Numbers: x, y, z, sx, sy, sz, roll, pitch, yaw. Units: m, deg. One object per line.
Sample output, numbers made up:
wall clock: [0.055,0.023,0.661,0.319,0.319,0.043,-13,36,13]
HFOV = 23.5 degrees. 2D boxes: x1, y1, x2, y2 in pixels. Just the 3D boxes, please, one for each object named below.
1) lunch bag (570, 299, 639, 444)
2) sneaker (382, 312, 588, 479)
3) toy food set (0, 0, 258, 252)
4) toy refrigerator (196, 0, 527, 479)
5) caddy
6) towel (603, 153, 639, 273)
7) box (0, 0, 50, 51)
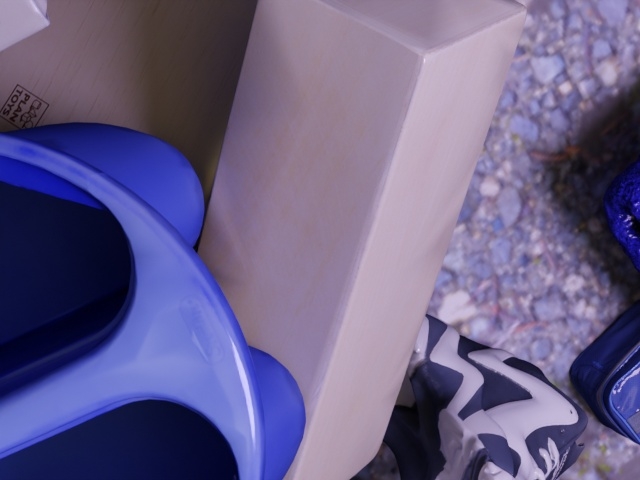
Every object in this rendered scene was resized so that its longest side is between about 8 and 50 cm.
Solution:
lunch bag: [0.224,0.086,1.014,0.098,0.065,0.067,-44,113,-6]
sneaker: [0.117,0.146,0.918,0.153,0.235,0.094,12,123,-35]
toy food set: [-0.141,-0.063,0.805,0.220,0.092,0.306,33,93,4]
toy refrigerator: [0.000,0.000,0.745,0.102,0.094,0.269,-31,144,-51]
caddy: [-0.173,0.087,0.671,0.341,0.179,0.241,-25,95,19]
towel: [0.332,-0.048,0.981,0.308,0.076,0.227,-47,114,-20]
box: [-0.259,-0.126,0.678,0.232,0.127,0.148,-27,127,4]
